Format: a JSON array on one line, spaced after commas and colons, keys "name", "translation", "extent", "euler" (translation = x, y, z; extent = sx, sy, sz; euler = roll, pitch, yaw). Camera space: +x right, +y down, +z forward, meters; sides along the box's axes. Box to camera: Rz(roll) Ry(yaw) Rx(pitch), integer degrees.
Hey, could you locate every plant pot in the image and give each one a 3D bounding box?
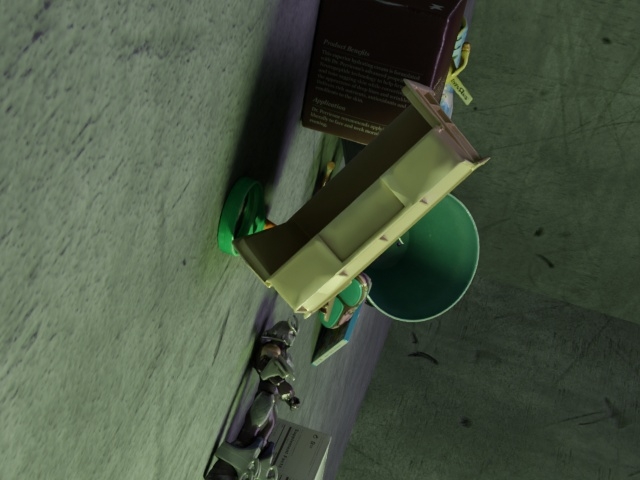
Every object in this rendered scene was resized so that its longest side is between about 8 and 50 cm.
[{"name": "plant pot", "translation": [0.175, 0.014, 2.095], "extent": [0.195, 0.290, 0.290], "euler": [27, -79, 66]}]

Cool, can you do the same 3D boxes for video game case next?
[{"name": "video game case", "translation": [0.037, 0.198, 2.074], "extent": [0.166, 0.015, 0.119], "euler": [-46, -162, 54]}]

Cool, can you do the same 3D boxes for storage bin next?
[{"name": "storage bin", "translation": [0.056, -0.051, 1.114], "extent": [0.262, 0.123, 0.260], "euler": [-42, 176, 14]}]

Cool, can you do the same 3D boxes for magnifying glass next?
[{"name": "magnifying glass", "translation": [-0.081, -0.020, 1.164], "extent": [0.231, 0.026, 0.092], "euler": [40, 67, -81]}]

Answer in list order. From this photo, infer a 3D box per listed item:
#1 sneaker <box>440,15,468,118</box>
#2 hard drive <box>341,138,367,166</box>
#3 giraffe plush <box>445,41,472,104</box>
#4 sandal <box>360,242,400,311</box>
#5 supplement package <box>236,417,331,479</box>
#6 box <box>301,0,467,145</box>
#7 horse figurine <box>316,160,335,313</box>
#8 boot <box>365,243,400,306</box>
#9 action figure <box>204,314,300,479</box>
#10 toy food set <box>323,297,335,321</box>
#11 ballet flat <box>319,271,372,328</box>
[{"name": "sneaker", "translation": [0.263, -0.398, 2.206], "extent": [0.208, 0.127, 0.319], "euler": [82, 17, -73]}, {"name": "hard drive", "translation": [0.070, -0.126, 1.585], "extent": [0.255, 0.054, 0.172], "euler": [53, 29, -78]}, {"name": "giraffe plush", "translation": [0.124, -0.278, 1.559], "extent": [0.170, 0.210, 0.181], "euler": [-23, 144, -37]}, {"name": "sandal", "translation": [0.144, -0.003, 2.262], "extent": [0.169, 0.102, 0.416], "euler": [-44, 150, -71]}, {"name": "supplement package", "translation": [-0.093, 0.455, 1.577], "extent": [0.204, 0.145, 0.262], "euler": [-63, 166, -48]}, {"name": "box", "translation": [0.089, -0.250, 1.299], "extent": [0.167, 0.168, 0.203], "euler": [-56, 162, -57]}, {"name": "horse figurine", "translation": [0.000, 0.000, 1.518], "extent": [0.174, 0.066, 0.263], "euler": [108, -6, -67]}, {"name": "boot", "translation": [0.188, 0.068, 2.380], "extent": [0.207, 0.094, 0.247], "euler": [25, -74, 62]}, {"name": "action figure", "translation": [-0.080, 0.248, 1.442], "extent": [0.185, 0.099, 0.285], "euler": [65, 39, -69]}, {"name": "toy food set", "translation": [-0.010, 0.057, 1.696], "extent": [0.192, 0.038, 0.132], "euler": [62, 43, -61]}, {"name": "ballet flat", "translation": [0.061, 0.108, 1.936], "extent": [0.079, 0.077, 0.221], "euler": [-28, 162, -31]}]
